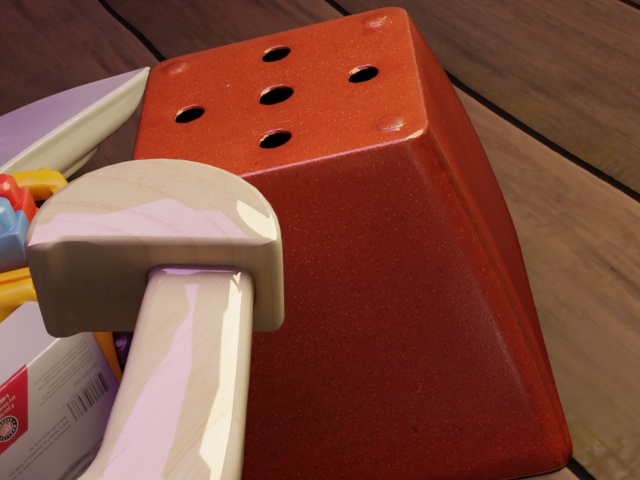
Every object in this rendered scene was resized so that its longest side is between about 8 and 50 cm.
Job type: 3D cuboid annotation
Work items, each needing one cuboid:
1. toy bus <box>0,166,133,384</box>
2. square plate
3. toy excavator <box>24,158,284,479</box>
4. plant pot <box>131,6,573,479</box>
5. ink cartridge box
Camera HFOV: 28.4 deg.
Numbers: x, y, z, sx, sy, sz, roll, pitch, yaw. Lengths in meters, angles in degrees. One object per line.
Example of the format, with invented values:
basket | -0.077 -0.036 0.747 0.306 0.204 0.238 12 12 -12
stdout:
toy bus | -0.220 0.022 0.935 0.149 0.211 0.220 -15 32 5
square plate | -0.348 -0.026 1.134 0.344 0.049 0.347 -8 29 50
toy excavator | -0.162 0.187 0.529 0.445 0.222 0.433 -18 51 -17
plant pot | 0.000 0.000 0.845 0.267 0.236 0.267 -12 33 7
ink cartridge box | -0.176 0.133 0.809 0.063 0.150 0.109 9 41 40
